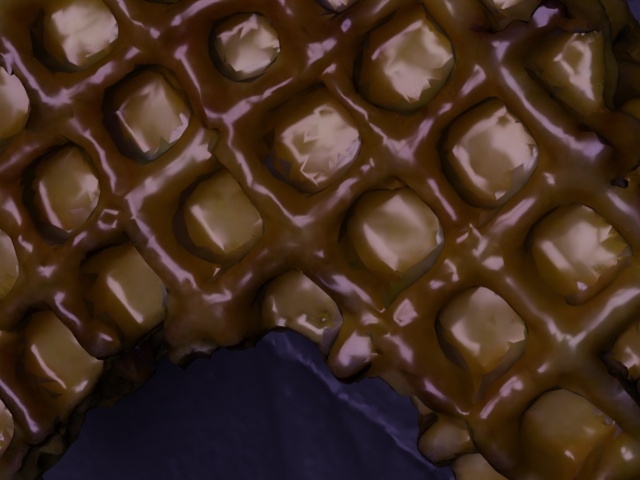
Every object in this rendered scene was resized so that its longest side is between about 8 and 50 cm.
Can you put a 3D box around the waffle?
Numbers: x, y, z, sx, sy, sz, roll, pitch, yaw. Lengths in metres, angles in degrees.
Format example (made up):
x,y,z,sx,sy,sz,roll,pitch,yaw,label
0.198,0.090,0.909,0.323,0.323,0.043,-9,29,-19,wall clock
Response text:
x,y,z,sx,sy,sz,roll,pitch,yaw,label
0.000,0.000,0.658,0.324,0.151,0.261,9,108,11,waffle
